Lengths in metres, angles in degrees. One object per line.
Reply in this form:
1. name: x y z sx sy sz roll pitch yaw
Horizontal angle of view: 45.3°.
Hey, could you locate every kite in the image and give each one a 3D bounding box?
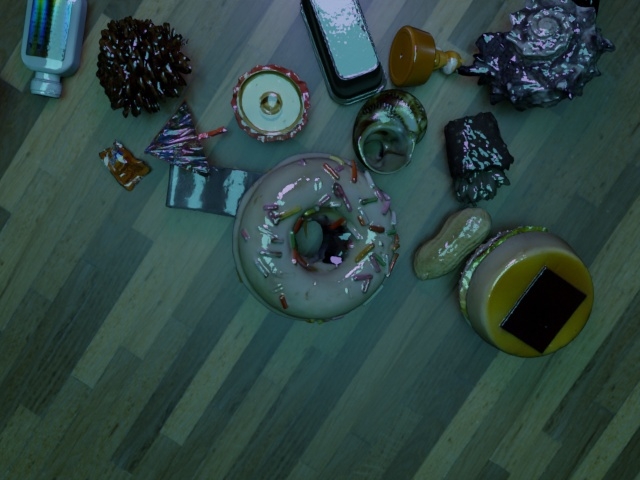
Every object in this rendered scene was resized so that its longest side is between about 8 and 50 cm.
1. kite: -0.298 -0.224 1.683 0.189 0.009 0.232 -17 63 -15

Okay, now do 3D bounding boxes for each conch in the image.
1. conch: 0.450 -0.395 1.611 0.312 0.186 0.241 -16 95 39
2. conch: 0.156 -0.236 1.687 0.181 0.124 0.188 -13 85 -4

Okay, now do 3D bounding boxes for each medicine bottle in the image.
1. medicine bottle: -0.595 -0.434 1.703 0.121 0.083 0.229 9 94 1

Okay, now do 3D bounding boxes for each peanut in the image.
1. peanut: 0.291 0.007 1.721 0.214 0.099 0.090 -45 138 8

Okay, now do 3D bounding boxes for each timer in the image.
1. timer: 0.244 -0.397 1.689 0.152 0.132 0.132 2 95 -20

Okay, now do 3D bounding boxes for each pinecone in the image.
1. pinecone: -0.378 -0.373 1.646 0.221 0.221 0.222 0 95 1

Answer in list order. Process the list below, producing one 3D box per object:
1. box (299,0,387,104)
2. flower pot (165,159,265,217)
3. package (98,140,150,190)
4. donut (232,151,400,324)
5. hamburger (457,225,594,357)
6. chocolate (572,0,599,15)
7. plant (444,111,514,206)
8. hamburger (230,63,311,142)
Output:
1. box: 0.045 -0.437 1.647 0.138 0.178 0.274 -22 94 3
2. flower pot: -0.229 -0.113 1.716 0.229 0.103 0.108 10 95 -1
3. package: -0.448 -0.174 1.748 0.077 0.033 0.111 -42 98 -6
4. donut: 0.000 0.000 1.657 0.382 0.142 0.383 -2 97 -17
5. hamburger: 0.447 0.108 1.682 0.300 0.176 0.301 -3 106 -9
6. chocolate: 0.536 -0.540 1.670 0.133 0.156 0.156 12 95 24
7. plant: 0.348 -0.177 1.688 0.132 0.129 0.195 -13 92 2
8. hamburger: -0.109 -0.300 1.680 0.175 0.137 0.175 0 99 -3
